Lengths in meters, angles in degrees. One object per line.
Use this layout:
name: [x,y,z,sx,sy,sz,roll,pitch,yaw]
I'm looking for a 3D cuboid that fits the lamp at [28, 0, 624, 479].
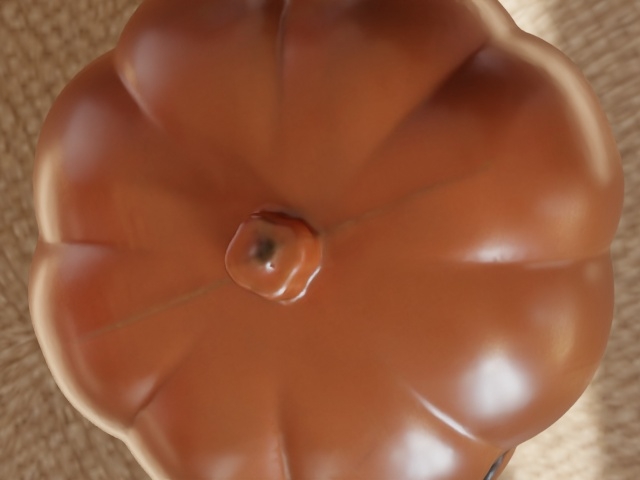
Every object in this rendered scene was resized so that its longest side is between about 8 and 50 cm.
lamp: [0.000,0.000,0.610,0.187,0.164,0.188,1,94,12]
